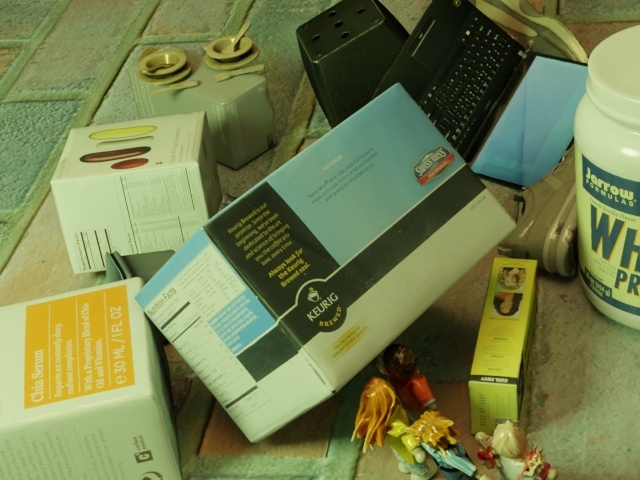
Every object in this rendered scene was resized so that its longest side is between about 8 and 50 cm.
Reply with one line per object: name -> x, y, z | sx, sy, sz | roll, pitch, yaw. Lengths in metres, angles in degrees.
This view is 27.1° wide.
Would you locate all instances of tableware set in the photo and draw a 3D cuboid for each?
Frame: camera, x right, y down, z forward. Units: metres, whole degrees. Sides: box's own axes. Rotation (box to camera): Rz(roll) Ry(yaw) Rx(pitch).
tableware set -> -0.192, -0.288, 2.066 | 0.194, 0.039, 0.128 | -15, 35, -8

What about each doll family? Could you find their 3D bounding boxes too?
doll family -> 0.121, 0.215, 1.396 | 0.118, 0.163, 0.263 | -43, 46, -16

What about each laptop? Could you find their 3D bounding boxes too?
laptop -> 0.252, -0.223, 1.930 | 0.234, 0.264, 0.136 | -58, 17, -18

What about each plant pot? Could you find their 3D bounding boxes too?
plant pot -> 0.064, -0.270, 2.041 | 0.187, 0.167, 0.188 | -30, 36, 6

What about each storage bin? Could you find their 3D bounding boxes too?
storage bin -> -0.218, 0.078, 1.710 | 0.091, 0.135, 0.098 | -13, 34, -21

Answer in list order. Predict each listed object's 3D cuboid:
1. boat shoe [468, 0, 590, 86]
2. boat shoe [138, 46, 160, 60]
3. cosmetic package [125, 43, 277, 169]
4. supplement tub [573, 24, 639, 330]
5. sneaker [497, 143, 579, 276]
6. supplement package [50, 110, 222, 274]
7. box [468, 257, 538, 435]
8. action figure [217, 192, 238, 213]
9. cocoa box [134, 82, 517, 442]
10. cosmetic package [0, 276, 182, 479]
boat shoe -> 0.326, -0.294, 2.120 | 0.130, 0.132, 0.355 | -39, 43, 3
boat shoe -> -0.243, -0.289, 2.277 | 0.170, 0.059, 0.063 | 28, 88, 44
cosmetic package -> -0.188, -0.216, 2.107 | 0.107, 0.127, 0.238 | -34, 40, -30
supplement tub -> 0.425, -0.075, 1.592 | 0.236, 0.324, 0.235 | -7, 35, 5
sneaker -> 0.321, -0.069, 1.798 | 0.115, 0.105, 0.281 | 8, 40, 23
supplement package -> -0.254, -0.072, 1.884 | 0.203, 0.149, 0.194 | -8, 27, 2
box -> 0.219, 0.123, 1.576 | 0.058, 0.087, 0.232 | 3, 36, 13
action figure -> 0.000, 0.000, 1.791 | 0.285, 0.099, 0.185 | 11, 31, 4
cocoa box -> 0.006, 0.023, 1.537 | 0.347, 0.231, 0.228 | -39, 89, -35
cosmetic package -> -0.403, 0.211, 1.536 | 0.454, 0.161, 0.230 | -13, 35, -4
